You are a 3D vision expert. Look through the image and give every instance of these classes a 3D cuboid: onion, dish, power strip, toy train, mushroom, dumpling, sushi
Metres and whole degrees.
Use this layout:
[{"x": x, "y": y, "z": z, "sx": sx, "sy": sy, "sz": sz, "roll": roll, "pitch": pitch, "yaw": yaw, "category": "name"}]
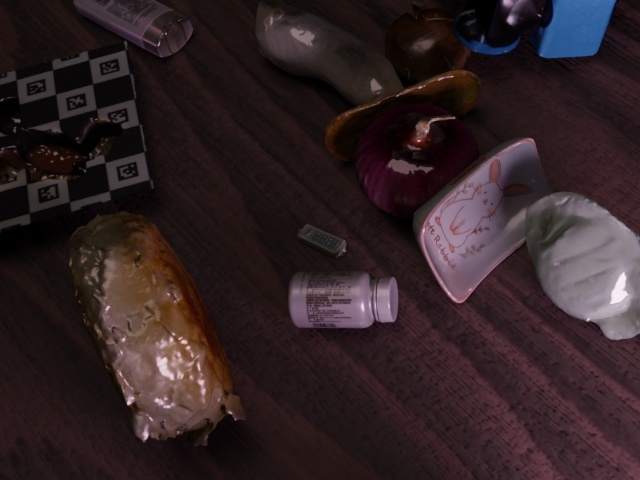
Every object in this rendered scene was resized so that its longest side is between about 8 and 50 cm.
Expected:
[{"x": 0.135, "y": -0.113, "z": 1.848, "sx": 0.177, "sy": 0.153, "sz": 0.177, "roll": -13, "pitch": 61, "yaw": 25, "category": "onion"}, {"x": 0.213, "y": -0.037, "z": 1.775, "sx": 0.212, "sy": 0.151, "sz": 0.077, "roll": -39, "pitch": 35, "yaw": -14, "category": "dish"}, {"x": 0.000, "y": 0.000, "z": 1.884, "sx": 0.083, "sy": 0.017, "sz": 0.027, "roll": 24, "pitch": 63, "yaw": 28, "category": "power strip"}, {"x": 0.317, "y": -0.429, "z": 1.992, "sx": 0.265, "sy": 0.188, "sz": 0.300, "roll": -5, "pitch": 51, "yaw": -12, "category": "toy train"}, {"x": 0.165, "y": -0.317, "z": 2.034, "sx": 0.135, "sy": 0.080, "sz": 0.170, "roll": -10, "pitch": 55, "yaw": -4, "category": "mushroom"}, {"x": 0.357, "y": 0.025, "z": 1.693, "sx": 0.153, "sy": 0.108, "sz": 0.219, "roll": -44, "pitch": 75, "yaw": 24, "category": "dumpling"}, {"x": -0.445, "y": -0.143, "z": 2.089, "sx": 0.343, "sy": 0.064, "sz": 0.359, "roll": -16, "pitch": 50, "yaw": -1, "category": "sushi"}, {"x": 0.013, "y": -0.289, "z": 2.042, "sx": 0.109, "sy": 0.097, "sz": 0.351, "roll": -34, "pitch": 51, "yaw": -29, "category": "mushroom"}]

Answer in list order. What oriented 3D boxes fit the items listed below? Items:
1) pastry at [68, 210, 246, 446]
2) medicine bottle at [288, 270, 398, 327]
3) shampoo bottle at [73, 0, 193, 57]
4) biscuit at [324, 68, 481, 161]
[{"x": -0.220, "y": 0.101, "z": 1.693, "sx": 0.136, "sy": 0.329, "sz": 0.329, "roll": -24, "pitch": 51, "yaw": -1, "category": "pastry"}, {"x": 0.032, "y": 0.080, "z": 1.774, "sx": 0.140, "sy": 0.079, "sz": 0.079, "roll": -1, "pitch": 54, "yaw": 15, "category": "medicine bottle"}, {"x": -0.323, "y": -0.387, "z": 2.239, "sx": 0.227, "sy": 0.056, "sz": 0.086, "roll": 30, "pitch": 65, "yaw": 32, "category": "shampoo bottle"}, {"x": 0.122, "y": -0.187, "z": 1.923, "sx": 0.247, "sy": 0.118, "sz": 0.029, "roll": -21, "pitch": 57, "yaw": -1, "category": "biscuit"}]
